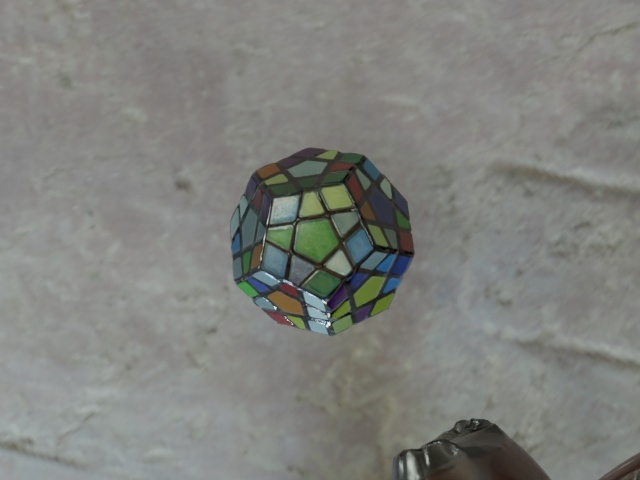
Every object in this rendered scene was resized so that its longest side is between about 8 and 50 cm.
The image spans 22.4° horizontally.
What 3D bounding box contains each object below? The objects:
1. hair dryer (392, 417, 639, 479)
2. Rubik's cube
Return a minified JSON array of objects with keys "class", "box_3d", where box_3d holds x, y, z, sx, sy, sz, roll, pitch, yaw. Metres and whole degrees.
[{"class":"hair dryer","box_3d":[0.230,0.214,1.057,0.340,0.123,0.312,-35,82,29]},{"class":"Rubik's cube","box_3d":[0.000,0.000,1.119,0.112,0.133,0.133,-26,95,29]}]
